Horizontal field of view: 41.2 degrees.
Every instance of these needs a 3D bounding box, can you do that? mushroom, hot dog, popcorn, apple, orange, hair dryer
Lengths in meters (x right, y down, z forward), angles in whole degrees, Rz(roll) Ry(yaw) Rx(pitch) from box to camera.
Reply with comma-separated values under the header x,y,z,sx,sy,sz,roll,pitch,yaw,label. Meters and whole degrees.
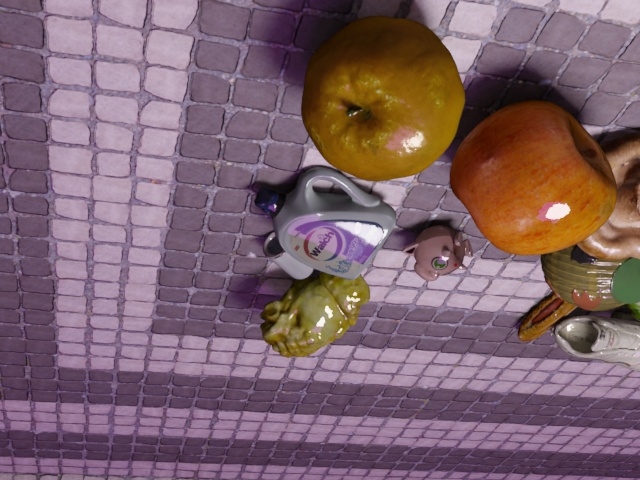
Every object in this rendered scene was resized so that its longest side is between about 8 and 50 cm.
x,y,z,sx,sy,sz,roll,pitch,yaw,label
0.631,-0.078,1.718,0.278,0.278,0.146,0,-177,-5,mushroom
0.619,0.180,2.249,0.083,0.068,0.289,-9,150,-36,hot dog
-0.008,0.168,2.066,0.286,0.174,0.225,-36,176,6,popcorn
0.389,-0.109,1.596,0.275,0.299,0.299,-33,137,25,apple
0.106,-0.237,1.426,0.279,0.235,0.279,10,114,23,orange
0.000,0.000,1.945,0.236,0.073,0.131,-27,142,17,hair dryer

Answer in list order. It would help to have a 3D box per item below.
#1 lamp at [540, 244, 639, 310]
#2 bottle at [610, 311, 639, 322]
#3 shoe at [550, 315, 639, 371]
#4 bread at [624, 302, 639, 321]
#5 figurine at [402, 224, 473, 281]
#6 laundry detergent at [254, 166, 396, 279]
x,y,z,sx,sy,sz,roll,pitch,yaw,label
0.614,0.014,1.869,0.250,0.250,0.284,-2,112,-2,lamp
0.854,0.221,2.343,0.101,0.063,0.047,3,118,-13,bottle
0.766,0.266,2.211,0.342,0.132,0.210,5,174,30,shoe
0.920,0.081,2.071,0.366,0.129,0.382,1,145,-2,bread
0.270,0.027,1.940,0.138,0.125,0.125,-21,142,21,figurine
-0.002,-0.050,1.808,0.280,0.105,0.215,28,116,-17,laundry detergent
